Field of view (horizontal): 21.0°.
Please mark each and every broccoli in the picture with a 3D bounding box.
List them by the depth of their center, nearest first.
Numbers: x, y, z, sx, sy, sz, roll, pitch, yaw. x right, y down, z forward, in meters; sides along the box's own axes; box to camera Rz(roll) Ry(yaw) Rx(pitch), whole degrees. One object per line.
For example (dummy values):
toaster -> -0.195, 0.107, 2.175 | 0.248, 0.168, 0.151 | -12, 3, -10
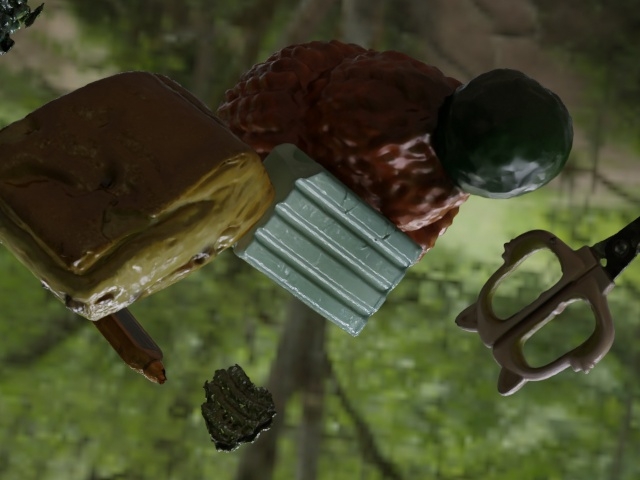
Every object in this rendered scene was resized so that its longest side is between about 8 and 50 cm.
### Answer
broccoli -> -0.546, -0.364, 2.783 | 0.177, 0.199, 0.275 | 34, 162, -5

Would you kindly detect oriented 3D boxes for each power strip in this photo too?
power strip -> -0.228, 0.107, 2.005 | 0.178, 0.028, 0.049 | 46, -165, 33

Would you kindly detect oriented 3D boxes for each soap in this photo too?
soap -> 0.000, 0.000, 1.728 | 0.198, 0.119, 0.066 | 37, -179, -43

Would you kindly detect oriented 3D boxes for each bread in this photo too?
bread -> -0.179, -0.053, 1.536 | 0.235, 0.099, 0.210 | -31, -123, -29

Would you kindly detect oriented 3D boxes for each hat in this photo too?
hat -> 0.062, -0.094, 1.824 | 0.285, 0.285, 0.400 | 8, 167, -28

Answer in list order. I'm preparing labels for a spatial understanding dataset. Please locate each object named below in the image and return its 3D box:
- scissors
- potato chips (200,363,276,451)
scissors -> 0.271, 0.023, 1.682 | 0.317, 0.160, 0.024 | -41, 153, 21
potato chips -> -0.106, 0.199, 2.066 | 0.028, 0.092, 0.207 | 54, 173, -24
